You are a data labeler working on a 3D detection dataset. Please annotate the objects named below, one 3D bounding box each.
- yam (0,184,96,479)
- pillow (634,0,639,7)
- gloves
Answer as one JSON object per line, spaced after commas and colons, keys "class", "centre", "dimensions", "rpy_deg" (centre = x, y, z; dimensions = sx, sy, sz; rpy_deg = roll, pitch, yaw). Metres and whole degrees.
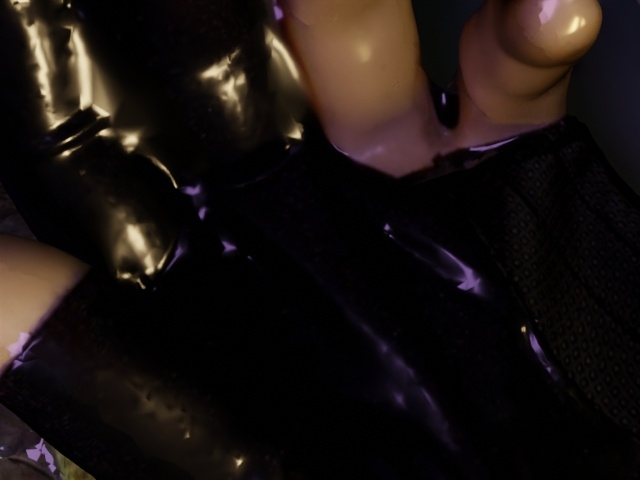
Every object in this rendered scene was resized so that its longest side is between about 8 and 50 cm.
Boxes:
{"class": "yam", "centre": [-0.128, 0.055, 0.585], "dimensions": [0.254, 0.154, 0.154], "rpy_deg": [3, 101, 28]}
{"class": "pillow", "centre": [0.187, -0.131, 0.410], "dimensions": [0.283, 0.138, 0.310], "rpy_deg": [-40, 83, 19]}
{"class": "gloves", "centre": [-0.001, 0.004, 0.464], "dimensions": [0.152, 0.197, 0.301], "rpy_deg": [6, 135, 49]}
